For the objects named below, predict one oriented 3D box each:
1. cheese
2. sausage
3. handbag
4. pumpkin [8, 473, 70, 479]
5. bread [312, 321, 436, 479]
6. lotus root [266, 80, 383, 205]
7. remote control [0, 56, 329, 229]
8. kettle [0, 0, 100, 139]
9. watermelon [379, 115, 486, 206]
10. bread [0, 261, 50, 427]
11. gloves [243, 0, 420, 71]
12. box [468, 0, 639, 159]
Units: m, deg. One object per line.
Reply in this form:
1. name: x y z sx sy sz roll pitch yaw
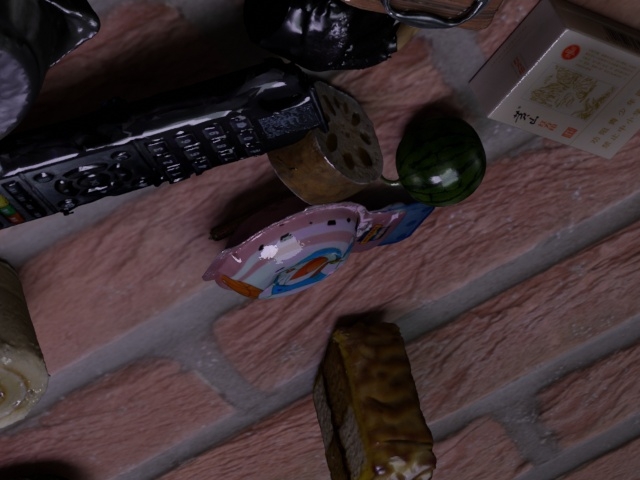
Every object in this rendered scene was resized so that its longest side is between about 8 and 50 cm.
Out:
1. cheese: 0.000 0.000 1.894 0.286 0.074 0.189 -11 158 -34
2. sausage: -0.077 -0.024 1.881 0.100 0.015 0.015 -26 142 5
3. handbag: 0.082 -0.261 1.566 0.193 0.151 0.072 7 132 -34
4. pumpkin: -0.360 0.367 2.100 0.190 0.146 0.190 -12 142 -10
5. bread: 0.059 0.222 2.081 0.096 0.222 0.181 -3 148 -18
6. lotus root: 0.003 -0.091 1.761 0.081 0.112 0.122 -35 143 25
7. remote control: -0.195 -0.091 1.654 0.398 0.062 0.144 -15 160 4
8. kettle: -0.344 -0.192 1.288 0.320 0.324 0.228 -13 141 -13
9. watermelon: 0.125 -0.081 1.847 0.109 0.109 0.109 -14 142 -11
10. bread: -0.366 0.106 1.786 0.148 0.141 0.134 1 138 -29
11. gloves: 0.027 -0.208 1.638 0.180 0.106 0.129 7 132 -28
12. box: 0.277 -0.171 1.849 0.201 0.058 0.141 13 130 -38
